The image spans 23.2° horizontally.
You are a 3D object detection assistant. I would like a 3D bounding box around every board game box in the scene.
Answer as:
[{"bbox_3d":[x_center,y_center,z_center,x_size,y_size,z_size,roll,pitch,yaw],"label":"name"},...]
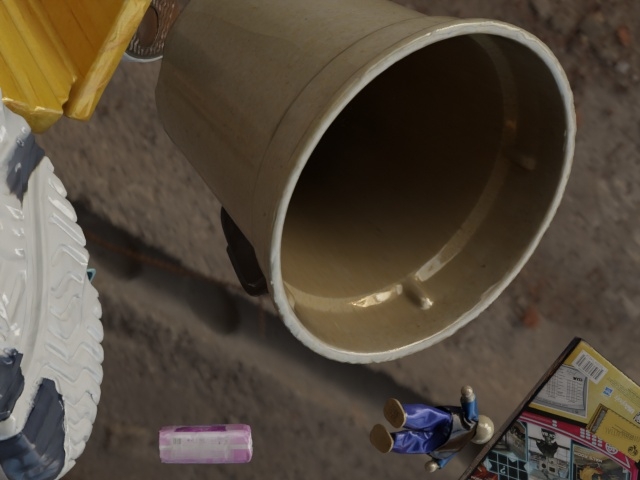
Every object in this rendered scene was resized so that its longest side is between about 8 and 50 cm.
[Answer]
[{"bbox_3d":[0.228,0.208,1.119,0.243,0.042,0.165,40,91,3],"label":"board game box"}]

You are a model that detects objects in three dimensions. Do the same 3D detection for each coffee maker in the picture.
[{"bbox_3d":[0.000,0.000,1.733,0.178,0.171,0.120,-15,141,-39],"label":"coffee maker"}]

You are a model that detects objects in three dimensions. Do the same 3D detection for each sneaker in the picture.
[{"bbox_3d":[-0.260,-0.247,1.616,0.290,0.123,0.106,1,98,-60],"label":"sneaker"},{"bbox_3d":[-0.180,-0.010,0.498,0.153,0.094,0.235,-25,104,24],"label":"sneaker"}]

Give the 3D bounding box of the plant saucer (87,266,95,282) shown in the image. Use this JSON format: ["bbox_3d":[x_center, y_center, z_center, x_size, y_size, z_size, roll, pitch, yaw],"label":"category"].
[{"bbox_3d":[-0.219,0.091,1.079,0.067,0.018,0.192,-4,131,-48],"label":"plant saucer"}]

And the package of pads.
[{"bbox_3d":[-0.101,0.179,1.376,0.083,0.050,0.032,0,89,-3],"label":"package of pads"}]

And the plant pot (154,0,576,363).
[{"bbox_3d":[0.011,-0.104,1.452,0.333,0.305,0.334,-21,130,-28],"label":"plant pot"}]

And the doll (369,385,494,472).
[{"bbox_3d":[0.152,0.233,1.948,0.189,0.046,0.129,11,113,-43],"label":"doll"}]

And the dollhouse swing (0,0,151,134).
[{"bbox_3d":[-0.212,-0.297,1.008,0.305,0.315,0.347,-39,159,19],"label":"dollhouse swing"}]
